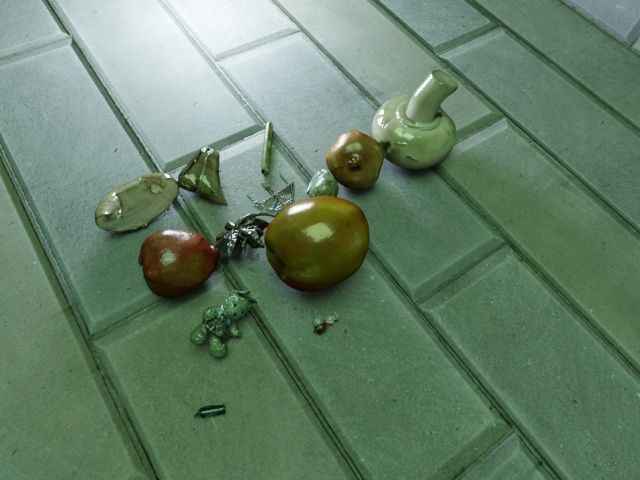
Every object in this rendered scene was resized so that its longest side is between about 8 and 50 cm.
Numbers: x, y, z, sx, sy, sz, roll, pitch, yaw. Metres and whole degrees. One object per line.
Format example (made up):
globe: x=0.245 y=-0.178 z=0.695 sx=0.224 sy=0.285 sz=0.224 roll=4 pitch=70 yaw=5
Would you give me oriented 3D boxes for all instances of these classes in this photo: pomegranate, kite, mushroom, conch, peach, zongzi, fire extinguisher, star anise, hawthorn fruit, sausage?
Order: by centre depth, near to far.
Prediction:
fire extinguisher: x=-0.306 y=0.470 z=1.283 sx=0.083 sy=0.025 sz=0.038 roll=-8 pitch=23 yaw=-10
hawthorn fruit: x=-0.409 y=0.056 z=1.412 sx=0.262 sy=0.210 sz=0.210 roll=-18 pitch=63 yaw=-22
peach: x=0.000 y=0.000 z=1.424 sx=0.332 sy=0.308 sz=0.307 roll=-28 pitch=66 yaw=-14
star anise: x=-0.247 y=-0.027 z=1.511 sx=0.209 sy=0.089 sz=0.231 roll=12 pitch=53 yaw=36
mushroom: x=-0.624 y=-0.144 z=1.551 sx=0.286 sy=0.156 sz=0.151 roll=-33 pitch=48 yaw=-20
conch: x=0.011 y=-0.173 z=1.639 sx=0.116 sy=0.106 sz=0.173 roll=-32 pitch=39 yaw=16
zongzi: x=-0.379 y=-0.225 z=1.642 sx=0.197 sy=0.099 sz=0.194 roll=26 pitch=61 yaw=-2
pomegranate: x=0.128 y=-0.288 z=1.660 sx=0.209 sy=0.209 sz=0.209 roll=2 pitch=60 yaw=-4
kite: x=-0.158 y=-0.158 z=1.666 sx=0.183 sy=0.010 sz=0.160 roll=-36 pitch=68 yaw=-22
mushroom: x=0.369 y=-0.436 z=1.742 sx=0.315 sy=0.315 sz=0.356 roll=40 pitch=99 yaw=17
sausage: x=-0.202 y=-0.351 z=1.762 sx=0.033 sy=0.033 sz=0.269 roll=3 pitch=60 yaw=-3

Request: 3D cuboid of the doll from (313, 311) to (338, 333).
doll: x=0.016 y=0.254 z=1.428 sx=0.085 sy=0.040 sz=0.058 roll=-9 pitch=51 yaw=-9

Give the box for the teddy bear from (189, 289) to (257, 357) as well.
teddy bear: x=-0.285 y=0.233 z=1.378 sx=0.133 sy=0.111 sz=0.213 roll=47 pitch=71 yaw=-26
